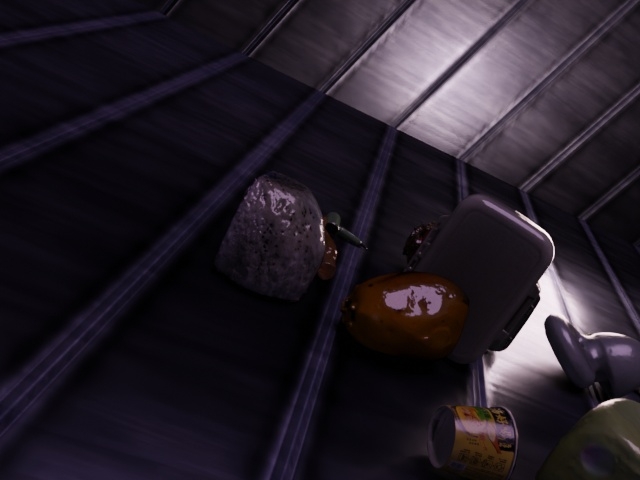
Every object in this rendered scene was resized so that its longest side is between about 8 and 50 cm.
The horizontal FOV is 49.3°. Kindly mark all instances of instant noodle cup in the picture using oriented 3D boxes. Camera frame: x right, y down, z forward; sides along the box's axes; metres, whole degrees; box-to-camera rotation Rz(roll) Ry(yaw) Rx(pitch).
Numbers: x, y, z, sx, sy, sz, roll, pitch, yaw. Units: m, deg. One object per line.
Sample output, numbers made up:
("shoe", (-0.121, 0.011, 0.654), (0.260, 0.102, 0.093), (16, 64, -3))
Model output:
("instant noodle cup", (0.274, 0.369, 1.281), (0.122, 0.152, 0.151), (15, 27, -16))

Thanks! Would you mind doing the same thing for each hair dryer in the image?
("hair dryer", (0.072, -0.015, 1.953), (0.150, 0.047, 0.071), (37, 26, -13))

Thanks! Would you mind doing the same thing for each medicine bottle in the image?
("medicine bottle", (0.352, 0.090, 1.629), (0.282, 0.375, 0.123), (35, 19, 10))

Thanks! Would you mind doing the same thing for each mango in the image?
("mango", (0.187, 0.162, 1.525), (0.287, 0.153, 0.201), (0, 55, -22))

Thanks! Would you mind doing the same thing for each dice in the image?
("dice", (0.568, 0.462, 1.293), (0.251, 0.250, 0.254), (4, 34, -47))

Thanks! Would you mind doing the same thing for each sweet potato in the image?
("sweet potato", (0.000, 0.000, 1.791), (0.281, 0.067, 0.059), (-107, 174, -58))

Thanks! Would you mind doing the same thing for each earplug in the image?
("earplug", (0.742, 0.310, 1.901), (0.325, 0.175, 0.214), (24, 31, -14))

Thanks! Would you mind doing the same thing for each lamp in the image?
("lamp", (0.367, 0.061, 1.946), (0.273, 0.177, 0.177), (29, 21, 22))

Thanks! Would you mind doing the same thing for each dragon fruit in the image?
("dragon fruit", (-0.078, -0.016, 1.547), (0.203, 0.221, 0.283), (26, 20, 5))

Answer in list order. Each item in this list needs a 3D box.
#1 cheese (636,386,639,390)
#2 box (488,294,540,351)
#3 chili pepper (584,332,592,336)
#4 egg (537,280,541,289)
("cheese", (0.942, 0.427, 2.074), (0.097, 0.037, 0.192), (7, 31, -40))
("box", (0.448, 0.177, 1.788), (0.129, 0.210, 0.148), (4, 35, -34))
("chili pepper", (0.871, 0.329, 2.209), (0.030, 0.034, 0.091), (-21, 48, -19))
("egg", (0.561, 0.135, 2.049), (0.168, 0.168, 0.231), (38, 22, 17))
